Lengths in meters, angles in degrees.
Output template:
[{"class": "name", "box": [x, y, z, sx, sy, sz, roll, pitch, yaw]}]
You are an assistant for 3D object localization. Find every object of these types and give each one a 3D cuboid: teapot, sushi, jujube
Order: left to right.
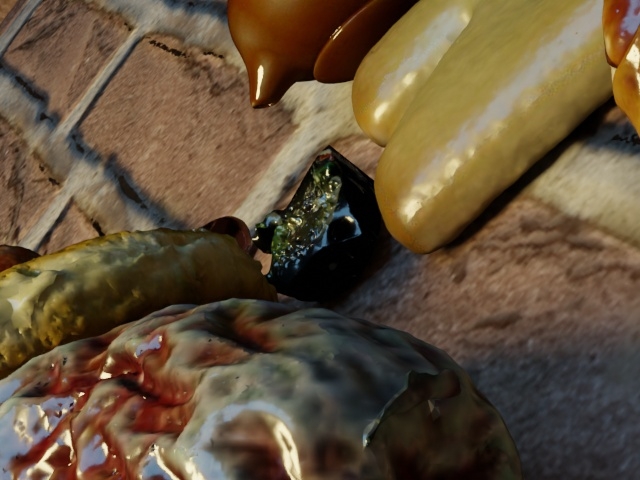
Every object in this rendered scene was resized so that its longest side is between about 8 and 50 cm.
[{"class": "jujube", "box": [-0.045, 0.137, 0.672, 0.317, 0.226, 0.226, -18, 41, 50]}, {"class": "sushi", "box": [0.000, 0.000, 0.973, 0.085, 0.056, 0.083, -41, 34, 21]}, {"class": "teapot", "box": [0.041, -0.187, 1.090, 0.252, 0.135, 0.178, -34, -9, -4]}]

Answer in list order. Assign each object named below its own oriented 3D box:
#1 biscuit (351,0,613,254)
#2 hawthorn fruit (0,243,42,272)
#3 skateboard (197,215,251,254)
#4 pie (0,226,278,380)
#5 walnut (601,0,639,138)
[{"class": "biscuit", "box": [0.132, -0.142, 0.924, 0.291, 0.062, 0.237, -44, 25, 20]}, {"class": "hawthorn fruit", "box": [-0.249, 0.111, 1.146, 0.235, 0.181, 0.181, 110, -175, -64]}, {"class": "skateboard", "box": [-0.107, 0.046, 1.101, 0.151, 0.067, 0.080, -54, 14, -17]}, {"class": "pie", "box": [-0.165, 0.085, 0.910, 0.315, 0.315, 0.092, -38, 69, 29]}, {"class": "walnut", "box": [0.203, -0.128, 0.723, 0.116, 0.116, 0.207, -2, 57, 60]}]
